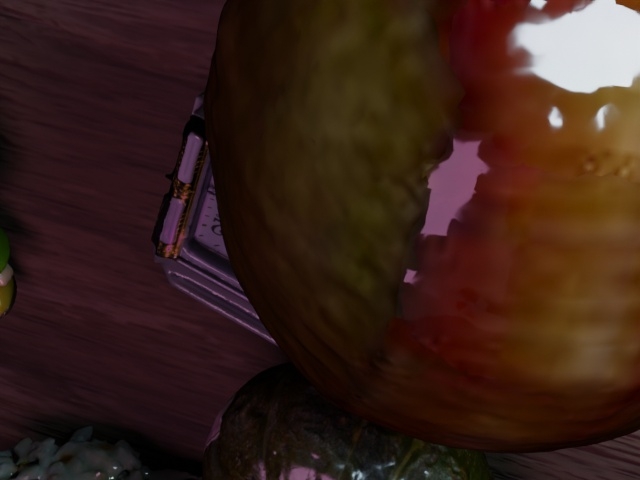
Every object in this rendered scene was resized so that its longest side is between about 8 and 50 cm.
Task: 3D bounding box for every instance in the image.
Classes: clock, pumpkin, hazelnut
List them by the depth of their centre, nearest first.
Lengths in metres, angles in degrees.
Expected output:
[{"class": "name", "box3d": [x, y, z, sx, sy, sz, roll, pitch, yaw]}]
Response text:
[{"class": "hazelnut", "box3d": [0.132, -0.059, 1.070, 0.421, 0.353, 0.421, 1, 121, 2]}, {"class": "clock", "box3d": [0.000, 0.000, 1.393, 0.253, 0.083, 0.186, 30, 138, 7]}, {"class": "pumpkin", "box3d": [0.021, 0.226, 1.494, 0.260, 0.189, 0.260, 15, 143, 12]}]

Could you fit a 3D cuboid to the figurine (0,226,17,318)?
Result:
[{"class": "figurine", "box3d": [-0.347, -0.031, 1.563, 0.162, 0.143, 0.263, 15, 151, 31]}]

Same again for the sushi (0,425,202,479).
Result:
[{"class": "sushi", "box3d": [-0.207, 0.371, 1.791, 0.417, 0.176, 0.417, 18, 135, 19]}]
